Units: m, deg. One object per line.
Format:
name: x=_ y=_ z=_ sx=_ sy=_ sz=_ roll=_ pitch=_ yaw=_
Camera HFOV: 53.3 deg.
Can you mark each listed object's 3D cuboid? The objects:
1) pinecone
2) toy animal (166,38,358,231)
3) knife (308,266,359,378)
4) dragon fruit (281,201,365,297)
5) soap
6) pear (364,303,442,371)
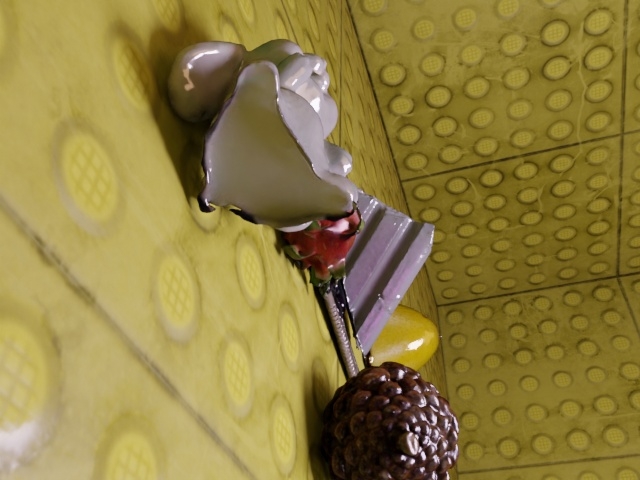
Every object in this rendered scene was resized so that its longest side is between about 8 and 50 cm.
pinecone: x=0.106 y=0.312 z=1.037 sx=0.272 sy=0.224 sz=0.225 roll=130 pitch=-49 yaw=-82
toy animal: x=-0.063 y=-0.129 z=0.794 sx=0.249 sy=0.174 sz=0.289 roll=65 pitch=17 yaw=-8
knife: x=0.047 y=0.178 z=1.251 sx=0.089 sy=0.043 sz=0.366 roll=-76 pitch=152 yaw=-59
dragon fruit: x=0.002 y=0.001 z=1.049 sx=0.137 sy=0.135 sz=0.236 roll=-84 pitch=176 yaw=-67
soap: x=0.050 y=0.045 z=1.295 sx=0.302 sy=0.257 sz=0.159 roll=-60 pitch=-175 yaw=3
pear: x=0.202 y=0.240 z=1.564 sx=0.267 sy=0.177 sz=0.267 roll=-15 pitch=90 yaw=-75
